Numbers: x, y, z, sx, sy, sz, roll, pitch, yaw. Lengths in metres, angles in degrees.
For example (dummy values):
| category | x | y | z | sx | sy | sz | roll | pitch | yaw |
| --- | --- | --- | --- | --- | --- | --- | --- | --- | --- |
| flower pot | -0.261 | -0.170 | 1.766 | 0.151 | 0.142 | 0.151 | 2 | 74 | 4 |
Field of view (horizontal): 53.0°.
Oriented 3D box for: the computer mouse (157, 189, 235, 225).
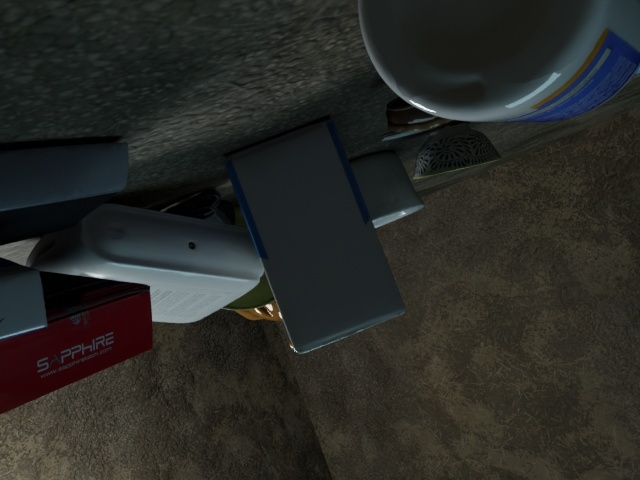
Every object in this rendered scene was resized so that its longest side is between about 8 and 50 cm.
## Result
| category | x | y | z | sx | sy | sz | roll | pitch | yaw |
| --- | --- | --- | --- | --- | --- | --- | --- | --- | --- |
| computer mouse | -0.230 | -0.022 | 1.173 | 0.189 | 0.072 | 0.272 | -21 | 177 | 8 |

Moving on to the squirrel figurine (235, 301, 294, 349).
| category | x | y | z | sx | sy | sz | roll | pitch | yaw |
| --- | --- | --- | --- | --- | --- | --- | --- | --- | --- |
| squirrel figurine | -0.127 | 0.104 | 1.497 | 0.397 | 0.281 | 0.370 | 14 | -168 | -31 |

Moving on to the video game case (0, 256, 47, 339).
| category | x | y | z | sx | sy | sz | roll | pitch | yaw |
| --- | --- | --- | --- | --- | --- | --- | --- | --- | --- |
| video game case | -0.430 | 0.060 | 0.596 | 0.270 | 0.061 | 0.244 | 9 | -164 | 44 |

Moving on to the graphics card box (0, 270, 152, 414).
| category | x | y | z | sx | sy | sz | roll | pitch | yaw |
| --- | --- | --- | --- | --- | --- | --- | --- | --- | --- |
| graphics card box | -0.416 | 0.101 | 0.770 | 0.371 | 0.094 | 0.233 | 5 | -167 | 29 |

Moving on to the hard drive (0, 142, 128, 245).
| category | x | y | z | sx | sy | sz | roll | pitch | yaw |
| --- | --- | --- | --- | --- | --- | --- | --- | --- | --- |
| hard drive | -0.320 | -0.032 | 0.601 | 0.172 | 0.054 | 0.255 | -23 | 176 | 43 |

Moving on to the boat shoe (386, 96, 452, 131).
| category | x | y | z | sx | sy | sz | roll | pitch | yaw |
| --- | --- | --- | --- | --- | --- | --- | --- | --- | --- |
| boat shoe | 0.171 | -0.196 | 0.791 | 0.207 | 0.073 | 0.073 | -23 | -147 | -13 |

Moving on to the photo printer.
| category | x | y | z | sx | sy | sz | roll | pitch | yaw |
| --- | --- | --- | --- | --- | --- | --- | --- | --- | --- |
| photo printer | -0.280 | 0.044 | 0.986 | 0.308 | 0.107 | 0.256 | 10 | 152 | -38 |

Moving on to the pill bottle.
| category | x | y | z | sx | sy | sz | roll | pitch | yaw |
| --- | --- | --- | --- | --- | --- | --- | --- | --- | --- |
| pill bottle | 0.155 | -0.163 | 0.469 | 0.152 | 0.152 | 0.272 | -22 | 176 | 34 |

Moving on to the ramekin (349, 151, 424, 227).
| category | x | y | z | sx | sy | sz | roll | pitch | yaw |
| --- | --- | --- | --- | --- | --- | --- | --- | --- | --- |
| ramekin | 0.071 | -0.086 | 1.384 | 0.277 | 0.135 | 0.277 | -21 | 177 | -1 |

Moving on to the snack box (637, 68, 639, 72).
| category | x | y | z | sx | sy | sz | roll | pitch | yaw |
| --- | --- | --- | --- | --- | --- | --- | --- | --- | --- |
| snack box | 0.672 | -0.363 | 1.092 | 0.322 | 0.060 | 0.187 | -18 | 177 | -32 |

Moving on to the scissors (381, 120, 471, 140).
| category | x | y | z | sx | sy | sz | roll | pitch | yaw |
| --- | --- | --- | --- | --- | --- | --- | --- | --- | --- |
| scissors | 0.240 | -0.218 | 1.203 | 0.297 | 0.021 | 0.109 | -21 | 179 | -9 |

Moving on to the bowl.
| category | x | y | z | sx | sy | sz | roll | pitch | yaw |
| --- | --- | --- | --- | --- | --- | --- | --- | --- | --- |
| bowl | 0.249 | -0.172 | 1.210 | 0.170 | 0.080 | 0.170 | -14 | -176 | 1 |

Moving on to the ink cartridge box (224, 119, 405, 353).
| category | x | y | z | sx | sy | sz | roll | pitch | yaw |
| --- | --- | --- | --- | --- | --- | --- | --- | --- | --- |
| ink cartridge box | 0.000 | 0.000 | 1.043 | 0.166 | 0.285 | 0.395 | -21 | 177 | 1 |

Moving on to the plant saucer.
| category | x | y | z | sx | sy | sz | roll | pitch | yaw |
| --- | --- | --- | --- | --- | --- | --- | --- | --- | --- |
| plant saucer | -0.155 | 0.041 | 1.282 | 0.241 | 0.241 | 0.037 | -19 | 149 | -16 |
